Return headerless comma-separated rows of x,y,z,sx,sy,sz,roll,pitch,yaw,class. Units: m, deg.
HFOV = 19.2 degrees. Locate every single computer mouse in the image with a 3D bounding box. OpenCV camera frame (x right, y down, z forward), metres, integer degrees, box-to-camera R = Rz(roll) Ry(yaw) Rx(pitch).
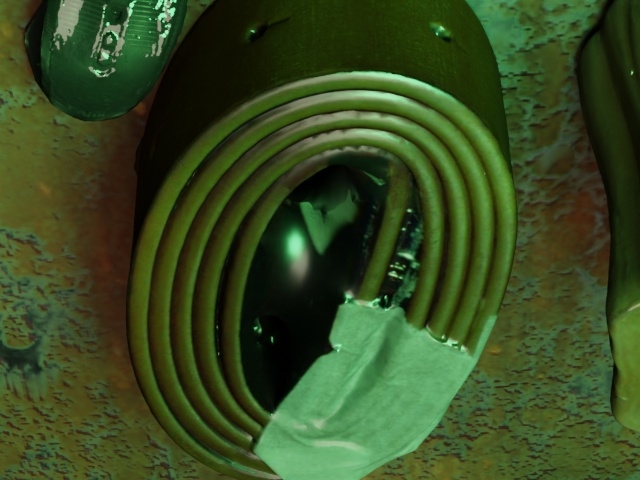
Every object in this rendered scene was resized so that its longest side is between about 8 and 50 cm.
-0.113,-0.110,1.006,0.079,0.047,0.135,11,132,-16,computer mouse

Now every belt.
0.000,0.000,1.080,0.217,0.122,0.338,6,133,-7,belt

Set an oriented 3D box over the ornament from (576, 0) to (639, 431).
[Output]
0.243,-0.033,0.989,0.221,0.217,0.235,-2,135,-2,ornament
